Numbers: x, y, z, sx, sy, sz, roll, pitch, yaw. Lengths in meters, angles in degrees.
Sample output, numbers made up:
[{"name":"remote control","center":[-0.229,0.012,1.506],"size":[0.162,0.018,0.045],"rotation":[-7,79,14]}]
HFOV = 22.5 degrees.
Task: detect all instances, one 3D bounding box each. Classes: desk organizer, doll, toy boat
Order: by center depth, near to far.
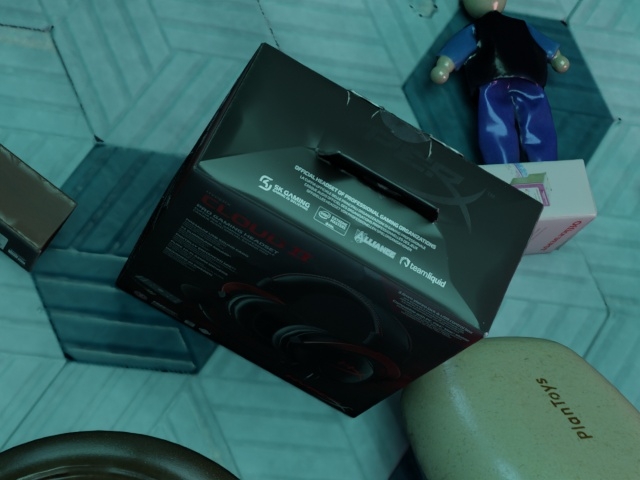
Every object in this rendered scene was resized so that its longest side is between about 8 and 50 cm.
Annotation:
[{"name":"desk organizer","center":[-0.247,-0.041,1.184],"size":[0.130,0.047,0.050],"rotation":[38,63,-3]},{"name":"toy boat","center":[0.221,0.187,1.199],"size":[0.318,0.148,0.267],"rotation":[2,34,-24]},{"name":"doll","center":[0.150,-0.134,1.345],"size":[0.129,0.046,0.189],"rotation":[-2,74,-20]}]

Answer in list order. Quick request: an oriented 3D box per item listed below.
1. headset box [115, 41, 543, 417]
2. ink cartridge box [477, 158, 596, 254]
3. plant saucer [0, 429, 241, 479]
[{"name":"headset box","center":[0.000,0.000,1.115],"size":[0.218,0.293,0.110],"rotation":[30,66,-8]},{"name":"ink cartridge box","center":[0.145,-0.023,1.283],"size":[0.122,0.088,0.052],"rotation":[-3,71,-20]},{"name":"plant saucer","center":[-0.156,0.263,1.060],"size":[0.311,0.050,0.310],"rotation":[0,62,-1]}]
